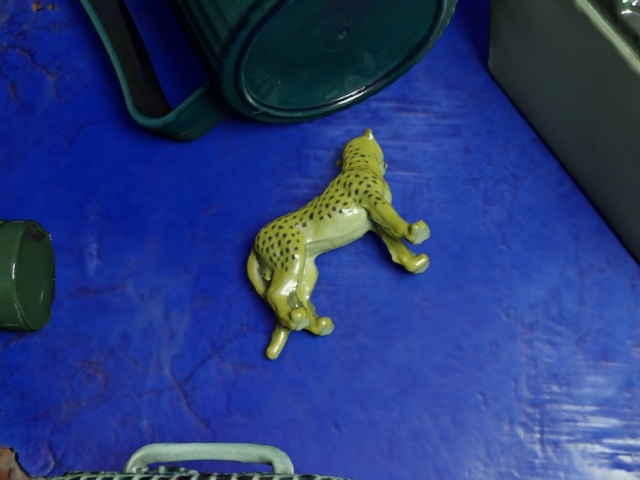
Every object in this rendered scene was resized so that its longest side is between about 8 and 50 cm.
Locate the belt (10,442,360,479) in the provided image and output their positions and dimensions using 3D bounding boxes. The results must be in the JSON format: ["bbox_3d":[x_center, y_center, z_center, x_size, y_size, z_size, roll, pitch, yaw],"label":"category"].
[{"bbox_3d":[-0.091,0.219,0.704,0.295,0.207,0.160,-6,68,21],"label":"belt"}]

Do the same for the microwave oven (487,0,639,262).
[{"bbox_3d":[0.378,-0.185,0.807,0.394,0.247,0.333,-30,66,-7],"label":"microwave oven"}]

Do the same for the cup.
[{"bbox_3d":[-0.066,-0.265,0.905,0.308,0.242,0.292,-25,67,-7],"label":"cup"}]

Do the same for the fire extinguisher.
[{"bbox_3d":[-0.387,0.025,0.892,0.311,0.095,0.114,-1,34,5],"label":"fire extinguisher"}]

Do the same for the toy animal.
[{"bbox_3d":[0.000,0.000,0.874,0.181,0.073,0.136,-37,57,3],"label":"toy animal"}]
